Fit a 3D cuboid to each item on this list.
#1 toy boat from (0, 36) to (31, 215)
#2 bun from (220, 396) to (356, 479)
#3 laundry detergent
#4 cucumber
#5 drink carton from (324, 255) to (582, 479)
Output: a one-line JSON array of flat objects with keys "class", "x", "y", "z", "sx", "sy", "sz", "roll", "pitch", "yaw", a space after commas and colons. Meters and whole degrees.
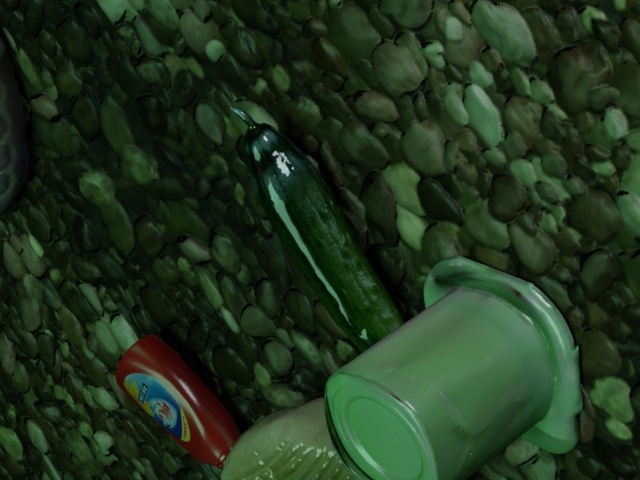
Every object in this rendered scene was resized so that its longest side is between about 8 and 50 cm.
[{"class": "toy boat", "x": -0.348, "y": -0.110, "z": 1.775, "sx": 0.155, "sy": 0.085, "sz": 0.227, "roll": 28, "pitch": 135, "yaw": 33}, {"class": "bun", "x": 0.024, "y": 0.202, "z": 1.544, "sx": 0.178, "sy": 0.128, "sz": 0.193, "roll": 53, "pitch": 133, "yaw": 6}, {"class": "laundry detergent", "x": -0.118, "y": 0.165, "z": 1.742, "sx": 0.165, "sy": 0.049, "sz": 0.097, "roll": 45, "pitch": 149, "yaw": 15}, {"class": "cucumber", "x": 0.000, "y": 0.000, "z": 1.478, "sx": 0.056, "sy": 0.056, "sz": 0.250, "roll": -22, "pitch": 100, "yaw": 54}, {"class": "drink carton", "x": 0.089, "y": 0.111, "z": 1.382, "sx": 0.146, "sy": 0.142, "sz": 0.144, "roll": 23, "pitch": 132, "yaw": 40}]
